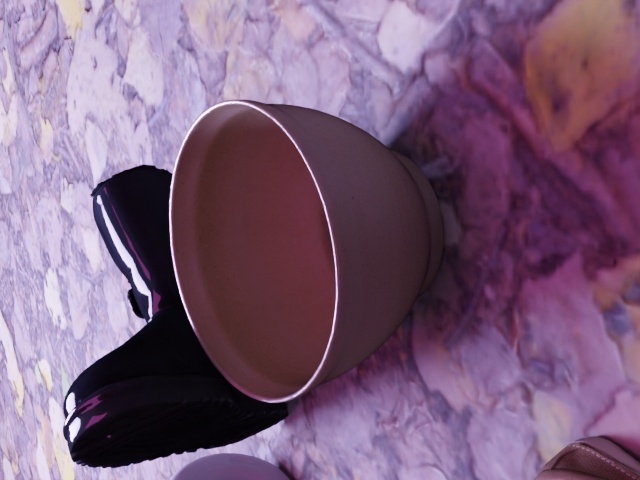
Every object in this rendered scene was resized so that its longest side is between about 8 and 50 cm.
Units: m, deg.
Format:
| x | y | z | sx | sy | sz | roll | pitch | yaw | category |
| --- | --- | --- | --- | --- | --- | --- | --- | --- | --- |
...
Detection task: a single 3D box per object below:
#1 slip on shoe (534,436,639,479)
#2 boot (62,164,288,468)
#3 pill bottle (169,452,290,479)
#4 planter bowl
| x | y | z | sx | sy | sz | roll | pitch | yaw | category |
| --- | --- | --- | --- | --- | --- | --- | --- | --- | --- |
| 0.151 | 0.132 | 0.342 | 0.135 | 0.041 | 0.051 | 35 | 126 | 45 | slip on shoe |
| -0.121 | 0.042 | 0.564 | 0.094 | 0.246 | 0.207 | -30 | 72 | 11 | boot |
| -0.080 | 0.278 | 0.649 | 0.108 | 0.108 | 0.193 | 37 | 127 | 44 | pill bottle |
| 0.000 | 0.000 | 0.460 | 0.162 | 0.109 | 0.162 | 16 | 110 | 50 | planter bowl |
